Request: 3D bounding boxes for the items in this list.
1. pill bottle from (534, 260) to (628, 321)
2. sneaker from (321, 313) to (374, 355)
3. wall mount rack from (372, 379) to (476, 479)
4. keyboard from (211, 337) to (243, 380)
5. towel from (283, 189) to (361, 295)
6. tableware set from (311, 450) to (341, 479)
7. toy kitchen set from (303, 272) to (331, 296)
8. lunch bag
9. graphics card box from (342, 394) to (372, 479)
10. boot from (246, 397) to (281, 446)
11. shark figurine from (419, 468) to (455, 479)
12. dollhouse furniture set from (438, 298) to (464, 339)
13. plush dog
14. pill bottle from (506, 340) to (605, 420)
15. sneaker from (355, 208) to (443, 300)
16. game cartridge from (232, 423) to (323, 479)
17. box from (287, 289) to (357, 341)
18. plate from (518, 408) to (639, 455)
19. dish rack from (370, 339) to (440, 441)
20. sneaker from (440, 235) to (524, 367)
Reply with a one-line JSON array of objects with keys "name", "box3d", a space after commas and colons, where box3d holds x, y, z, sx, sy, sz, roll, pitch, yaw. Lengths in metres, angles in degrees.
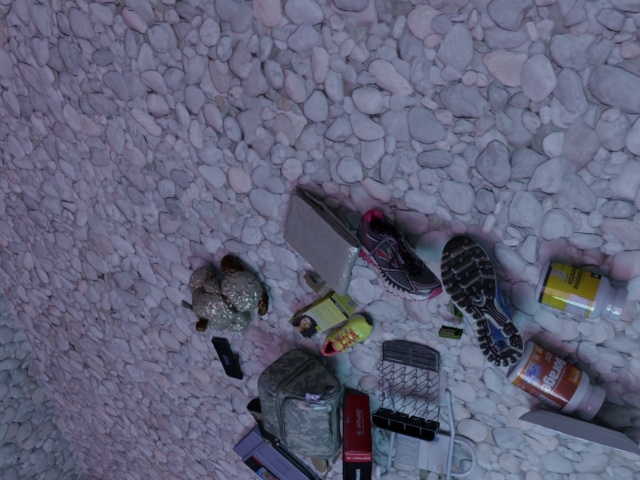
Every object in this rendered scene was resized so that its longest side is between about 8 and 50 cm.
[{"name": "pill bottle", "box3d": [0.589, 0.118, 1.461, 0.184, 0.103, 0.103, 18, 129, 22]}, {"name": "sneaker", "box3d": [0.078, 0.294, 1.930, 0.081, 0.094, 0.208, 47, 133, -2]}, {"name": "wall mount rack", "box3d": [0.298, 0.596, 1.982, 0.350, 0.130, 0.304, 3, 82, 31]}, {"name": "keyboard", "box3d": [-0.327, 0.431, 2.345, 0.108, 0.023, 0.180, 4, 124, 39]}, {"name": "towel", "box3d": [0.000, 0.000, 1.742, 0.282, 0.049, 0.187, 46, 141, 32]}, {"name": "tableware set", "box3d": [0.019, 0.762, 2.335, 0.128, 0.039, 0.194, 47, 133, 30]}, {"name": "toy kitchen set", "box3d": [0.009, 0.119, 1.899, 0.068, 0.075, 0.083, 37, -172, -48]}, {"name": "lunch bag", "box3d": [-0.043, 0.532, 2.071, 0.256, 0.212, 0.305, 24, 131, 34]}, {"name": "graphics card box", "box3d": [0.117, 0.712, 2.103, 0.094, 0.232, 0.371, 0, 124, 0]}, {"name": "boot", "box3d": [-0.152, 0.682, 2.368, 0.236, 0.085, 0.178, 9, 128, 36]}, {"name": "shark figurine", "box3d": [0.384, 0.745, 2.033, 0.166, 0.116, 0.278, -39, 55, 9]}, {"name": "dollhouse furniture set", "box3d": [0.339, 0.186, 1.693, 0.059, 0.076, 0.151, 7, 125, 29]}, {"name": "plush dog", "box3d": [-0.288, 0.180, 2.046, 0.225, 0.210, 0.262, -37, 100, 17]}, {"name": "pill bottle", "box3d": [0.590, 0.355, 1.618, 0.216, 0.121, 0.121, 30, 133, 11]}, {"name": "sneaker", "box3d": [0.186, 0.040, 1.605, 0.299, 0.121, 0.112, 43, 136, 36]}, {"name": "game cartridge", "box3d": [-0.170, 0.897, 2.552, 0.355, 0.068, 0.230, 41, 130, 2]}, {"name": "box", "box3d": [0.004, 0.225, 1.954, 0.087, 0.058, 0.232, 48, 133, -5]}, {"name": "plate", "box3d": [0.655, 0.475, 1.622, 0.278, 0.045, 0.277, 12, 170, 26]}, {"name": "dish rack", "box3d": [0.254, 0.431, 1.886, 0.208, 0.074, 0.271, 6, 105, 29]}, {"name": "sneaker", "box3d": [0.388, 0.147, 1.589, 0.130, 0.147, 0.330, -22, 86, 10]}]
